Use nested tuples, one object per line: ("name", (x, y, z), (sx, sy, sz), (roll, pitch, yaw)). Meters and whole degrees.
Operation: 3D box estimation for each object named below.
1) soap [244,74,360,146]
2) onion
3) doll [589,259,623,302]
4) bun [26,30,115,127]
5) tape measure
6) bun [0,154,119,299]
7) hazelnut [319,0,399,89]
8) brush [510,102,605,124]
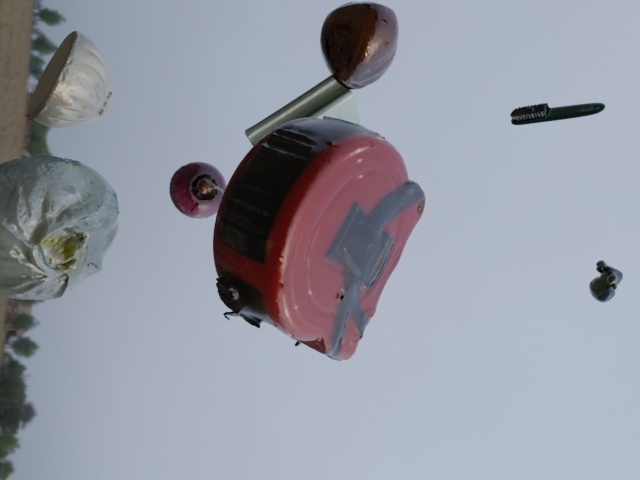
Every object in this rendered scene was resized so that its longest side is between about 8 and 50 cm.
("soap", (-0.038, -0.276, 1.386), (0.088, 0.265, 0.160), (57, 0, 20))
("onion", (-0.369, -0.153, 1.713), (0.153, 0.177, 0.178), (108, -21, -74))
("doll", (0.622, 0.097, 1.232), (0.076, 0.050, 0.083), (-93, -161, -58))
("bun", (-0.637, -0.399, 1.501), (0.263, 0.175, 0.263), (-27, -129, 38))
("tape measure", (0.000, -0.001, 0.616), (0.113, 0.260, 0.253), (24, -95, 33))
("bun", (-0.627, -0.016, 1.294), (0.211, 0.361, 0.362), (37, -58, 29))
("hazelnut", (0.081, -0.425, 1.227), (0.204, 0.177, 0.178), (-5, -98, 58))
("brush", (0.490, -0.273, 1.184), (0.193, 0.032, 0.043), (0, -128, 43))
